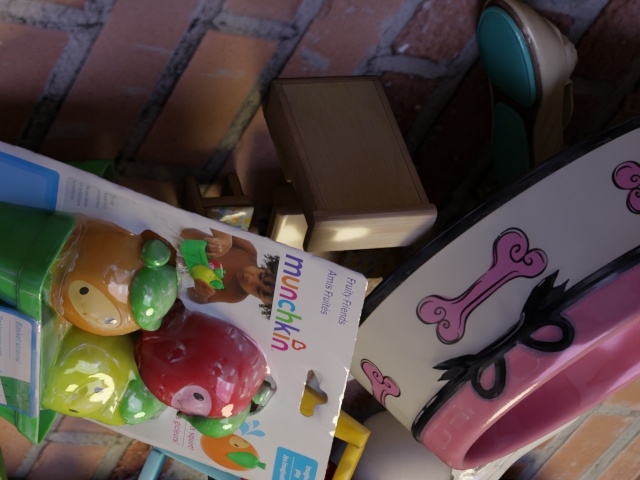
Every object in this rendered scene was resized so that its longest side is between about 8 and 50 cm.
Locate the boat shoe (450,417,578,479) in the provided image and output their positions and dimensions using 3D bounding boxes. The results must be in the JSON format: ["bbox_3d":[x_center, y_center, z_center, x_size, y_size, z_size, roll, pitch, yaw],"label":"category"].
[{"bbox_3d":[0.168,0.212,2.074,0.267,0.096,0.088,-38,135,21],"label":"boat shoe"}]

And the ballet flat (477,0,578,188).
[{"bbox_3d":[0.185,-0.136,1.679,0.086,0.086,0.248,-15,144,-6],"label":"ballet flat"}]

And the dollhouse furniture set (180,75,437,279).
[{"bbox_3d":[0.000,0.000,1.685,0.212,0.161,0.242,-4,140,-19],"label":"dollhouse furniture set"}]

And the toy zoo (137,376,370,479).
[{"bbox_3d":[-0.077,0.238,1.882,0.293,0.192,0.030,-66,170,7],"label":"toy zoo"}]

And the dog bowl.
[{"bbox_3d":[0.221,0.055,1.732,0.408,0.150,0.408,-30,165,-9],"label":"dog bowl"}]

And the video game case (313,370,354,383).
[{"bbox_3d":[0.047,0.106,1.958,0.122,0.011,0.087,-21,142,3],"label":"video game case"}]

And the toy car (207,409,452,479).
[{"bbox_3d":[0.049,0.246,2.032,0.238,0.210,0.219,-51,137,-5],"label":"toy car"}]

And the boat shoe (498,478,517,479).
[{"bbox_3d":[0.079,0.432,2.141,0.500,0.187,0.156,-33,138,-30],"label":"boat shoe"}]

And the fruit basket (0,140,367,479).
[{"bbox_3d":[-0.151,0.083,1.615,0.353,0.165,0.327,24,140,11],"label":"fruit basket"}]

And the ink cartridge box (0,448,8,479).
[{"bbox_3d":[-0.360,0.210,1.817,0.109,0.062,0.209,-13,162,-7],"label":"ink cartridge box"}]
